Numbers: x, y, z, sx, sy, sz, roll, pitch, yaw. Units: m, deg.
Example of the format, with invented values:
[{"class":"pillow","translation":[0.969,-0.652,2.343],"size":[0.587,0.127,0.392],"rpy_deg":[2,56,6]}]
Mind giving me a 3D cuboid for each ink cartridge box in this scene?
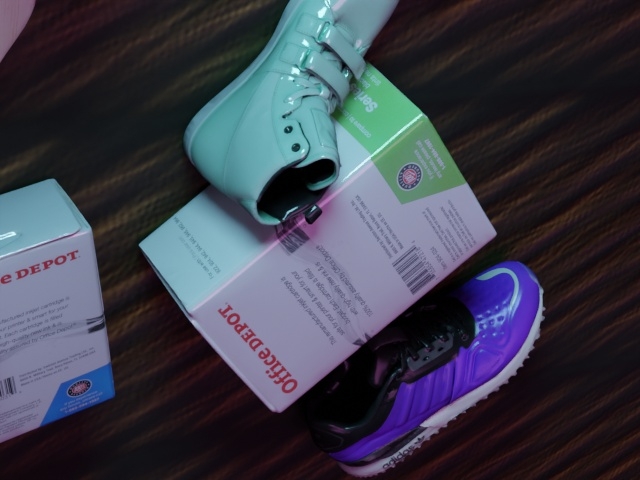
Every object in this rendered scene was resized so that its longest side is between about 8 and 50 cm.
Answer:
[{"class":"ink cartridge box","translation":[-0.265,0.065,1.374],"size":[0.148,0.086,0.203],"rpy_deg":[-20,133,-21]},{"class":"ink cartridge box","translation":[0.000,0.000,1.492],"size":[0.273,0.115,0.198],"rpy_deg":[-39,138,-3]}]

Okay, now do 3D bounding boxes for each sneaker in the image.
[{"class":"sneaker","translation":[0.009,-0.123,1.369],"size":[0.256,0.151,0.094],"rpy_deg":[-49,136,7]},{"class":"sneaker","translation":[0.102,0.120,1.678],"size":[0.293,0.102,0.146],"rpy_deg":[-44,137,3]}]

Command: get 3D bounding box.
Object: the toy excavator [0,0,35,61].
[{"class":"toy excavator","translation":[-0.231,-0.249,1.063],"size":[0.433,0.222,0.445],"rpy_deg":[-40,151,-6]}]
